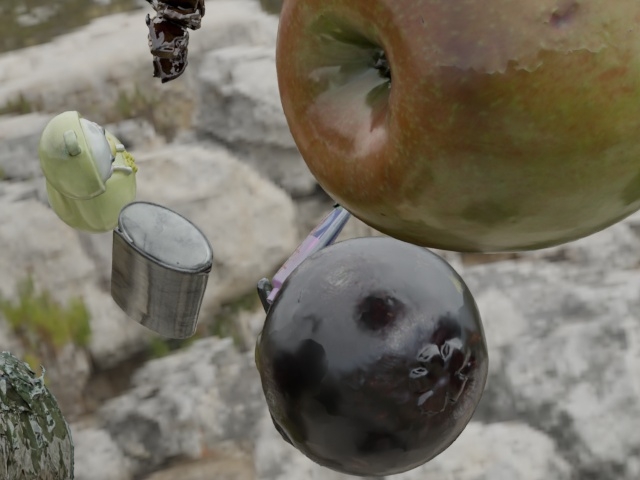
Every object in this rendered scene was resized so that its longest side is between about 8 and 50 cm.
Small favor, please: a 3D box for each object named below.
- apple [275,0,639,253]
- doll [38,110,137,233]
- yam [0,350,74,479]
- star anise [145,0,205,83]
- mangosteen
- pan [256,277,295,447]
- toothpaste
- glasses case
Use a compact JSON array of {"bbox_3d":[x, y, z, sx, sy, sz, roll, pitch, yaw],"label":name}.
[{"bbox_3d":[0.122,-0.140,1.025,0.319,0.319,0.277,5,27,46],"label":"apple"},{"bbox_3d":[-0.279,-0.087,1.773,0.117,0.141,0.296,-13,-8,-10],"label":"doll"},{"bbox_3d":[-0.342,0.184,1.234,0.241,0.241,0.348,-12,-11,-1],"label":"yam"},{"bbox_3d":[-0.175,-0.290,1.770,0.073,0.177,0.234,3,-17,-10],"label":"star anise"},{"bbox_3d":[0.033,0.104,1.386,0.228,0.228,0.265,-21,18,-32],"label":"mangosteen"},{"bbox_3d":[-0.033,0.148,1.763,0.028,0.235,0.136,-5,26,40],"label":"pan"},{"bbox_3d":[0.000,0.000,1.489,0.170,0.028,0.045,-51,3,-21],"label":"toothpaste"},{"bbox_3d":[-0.178,0.040,1.638,0.060,0.114,0.299,-60,-2,-19],"label":"glasses case"}]
